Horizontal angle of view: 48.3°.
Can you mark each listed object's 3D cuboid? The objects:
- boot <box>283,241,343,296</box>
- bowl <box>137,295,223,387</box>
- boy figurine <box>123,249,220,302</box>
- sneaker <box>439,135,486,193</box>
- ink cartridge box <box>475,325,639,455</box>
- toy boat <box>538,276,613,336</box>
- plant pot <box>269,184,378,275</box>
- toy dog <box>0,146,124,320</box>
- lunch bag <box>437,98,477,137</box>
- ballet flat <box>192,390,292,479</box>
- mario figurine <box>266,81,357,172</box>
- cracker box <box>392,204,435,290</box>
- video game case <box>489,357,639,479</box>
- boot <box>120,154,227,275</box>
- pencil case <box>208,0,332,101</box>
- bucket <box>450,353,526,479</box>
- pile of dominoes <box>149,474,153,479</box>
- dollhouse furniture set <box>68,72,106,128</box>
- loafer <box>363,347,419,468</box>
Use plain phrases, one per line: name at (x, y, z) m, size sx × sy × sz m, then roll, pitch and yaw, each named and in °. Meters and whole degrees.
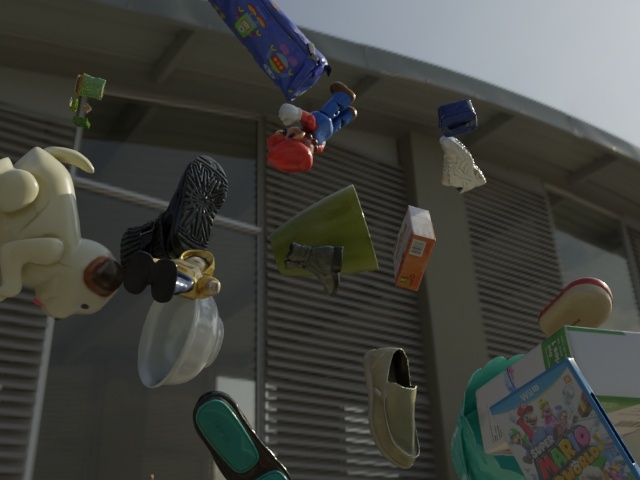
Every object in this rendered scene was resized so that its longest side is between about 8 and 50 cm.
boot at (-0.022, 0.073, 2.015) m, size 0.161 × 0.084 × 0.247 m, roll 7°, pitch -30°, yaw 1°
bowl at (-0.341, 0.243, 1.826) m, size 0.134 × 0.298 × 0.297 m, roll 22°, pitch -36°, yaw -33°
boy figurine at (-0.273, 0.069, 1.414) m, size 0.177 × 0.092 × 0.285 m, roll 16°, pitch 5°, yaw 11°
sneaker at (0.400, -0.214, 2.116) m, size 0.115 × 0.090 × 0.232 m, roll -36°, pitch -52°, yaw 10°
ink cartridge box at (0.405, 0.251, 1.140) m, size 0.201 × 0.117 × 0.278 m, roll 7°, pitch -33°, yaw -17°
toy boat at (0.742, 0.183, 2.075) m, size 0.150 × 0.151 × 0.231 m, roll 23°, pitch -44°, yaw -5°
plant pot at (0.000, 0.000, 2.209) m, size 0.293 × 0.275 × 0.275 m, roll -17°, pitch -28°, yaw 2°
toy dog at (-0.665, 0.007, 1.734) m, size 0.284 × 0.395 × 0.408 m, roll -26°, pitch -77°, yaw 43°
lunch bag at (0.337, -0.300, 1.772) m, size 0.098 × 0.065 × 0.067 m, roll -16°, pitch -43°, yaw 6°
ballet flat at (-0.101, 0.352, 1.095) m, size 0.095 × 0.281 × 0.096 m, roll -27°, pitch -2°, yaw -4°
mario figurine at (-0.046, -0.324, 2.030) m, size 0.170 × 0.320 × 0.198 m, roll 0°, pitch -51°, yaw 55°
cracker box at (0.253, 0.017, 1.964) m, size 0.067 × 0.232 × 0.156 m, roll 15°, pitch -68°, yaw -2°
video game case at (0.266, 0.228, 0.771) m, size 0.015 × 0.166 × 0.119 m, roll 6°, pitch -41°, yaw -43°
boot at (-0.405, -0.058, 1.938) m, size 0.260 × 0.348 × 0.131 m, roll -23°, pitch -51°, yaw 37°
pencil case at (-0.111, -0.453, 1.557) m, size 0.306 × 0.119 × 0.133 m, roll 50°, pitch -41°, yaw -6°
bucket at (0.387, 0.379, 1.366) m, size 0.280 × 0.281 × 0.183 m, roll 1°, pitch -42°, yaw -6°
pile of dominoes at (-0.407, 0.703, 1.688) m, size 0.040 × 0.196 × 0.251 m, roll 11°, pitch 14°, yaw -13°
dollhouse furniture set at (-0.642, -0.388, 1.950) m, size 0.076 × 0.152 × 0.058 m, roll 11°, pitch -8°, yaw -7°
loafer at (0.157, 0.341, 1.507) m, size 0.101 × 0.269 × 0.092 m, roll 16°, pitch -42°, yaw -39°
